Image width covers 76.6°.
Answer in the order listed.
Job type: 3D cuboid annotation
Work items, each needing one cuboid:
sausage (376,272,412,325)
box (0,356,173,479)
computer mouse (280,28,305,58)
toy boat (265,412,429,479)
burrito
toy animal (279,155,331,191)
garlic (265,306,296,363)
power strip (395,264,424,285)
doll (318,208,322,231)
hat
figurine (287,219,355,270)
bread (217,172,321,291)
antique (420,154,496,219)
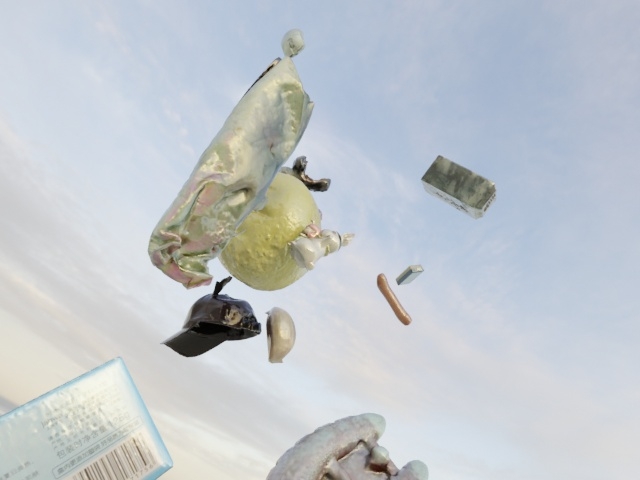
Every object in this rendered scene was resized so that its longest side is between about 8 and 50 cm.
[{"bbox_3d":[0.231,0.190,1.300,0.186,0.043,0.043,58,-39,2],"label":"sausage"},{"bbox_3d":[-0.297,0.243,0.421,0.083,0.232,0.143,-29,-92,52],"label":"box"},{"bbox_3d":[-0.062,-0.434,0.884,0.056,0.110,0.032,-30,-47,19],"label":"computer mouse"},{"bbox_3d":[0.030,0.291,0.489,0.155,0.227,0.085,43,-48,37],"label":"toy boat"},{"bbox_3d":[-0.093,-0.088,0.474,0.066,0.309,0.096,9,-28,35],"label":"burrito"},{"bbox_3d":[-0.145,-0.183,1.296,0.343,0.106,0.168,-16,-69,21],"label":"toy animal"},{"bbox_3d":[-0.144,0.284,1.307,0.090,0.198,0.128,9,-46,-33],"label":"garlic"},{"bbox_3d":[0.330,0.127,1.505,0.056,0.032,0.123,-7,-26,-23],"label":"power strip"},{"bbox_3d":[-0.043,-0.071,1.341,0.115,0.190,0.050,12,-23,-36],"label":"doll"},{"bbox_3d":[-0.382,0.253,1.392,0.336,0.209,0.238,-17,-31,4],"label":"hat"},{"bbox_3d":[0.001,-0.005,0.930,0.098,0.146,0.081,58,-27,-1],"label":"figurine"},{"bbox_3d":[-0.146,-0.033,1.090,0.320,0.320,0.237,5,-44,29],"label":"bread"},{"bbox_3d":[0.372,-0.138,1.080,0.183,0.086,0.088,37,-1,30],"label":"antique"}]
